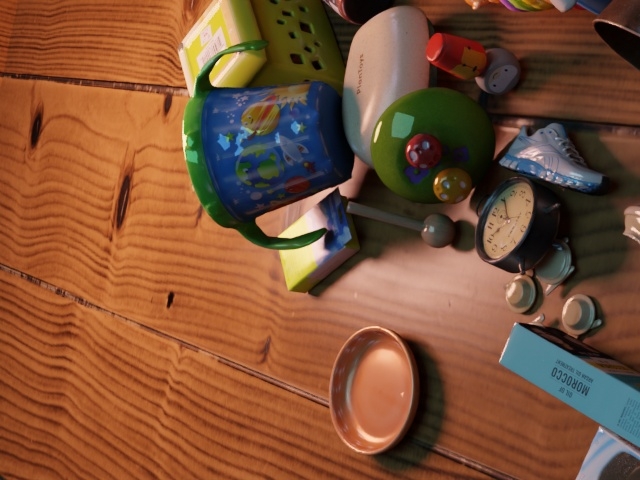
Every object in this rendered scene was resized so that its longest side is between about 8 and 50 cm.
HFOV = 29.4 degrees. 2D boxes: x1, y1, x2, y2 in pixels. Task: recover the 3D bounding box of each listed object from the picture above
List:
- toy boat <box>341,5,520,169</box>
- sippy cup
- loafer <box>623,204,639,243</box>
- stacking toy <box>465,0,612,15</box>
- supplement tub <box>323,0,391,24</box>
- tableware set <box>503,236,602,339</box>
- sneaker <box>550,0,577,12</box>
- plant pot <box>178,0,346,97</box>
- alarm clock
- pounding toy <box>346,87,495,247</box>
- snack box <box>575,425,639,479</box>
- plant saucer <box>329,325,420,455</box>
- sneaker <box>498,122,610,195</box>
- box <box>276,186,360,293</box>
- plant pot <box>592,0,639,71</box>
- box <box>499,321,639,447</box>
[{"bbox_3d":[0.157,-0.238,1.856,0.318,0.148,0.268,-13,66,58],"label":"toy boat"},{"bbox_3d":[-0.071,-0.153,1.961,0.224,0.305,0.240,-13,51,20],"label":"sippy cup"},{"bbox_3d":[0.443,0.046,1.430,0.268,0.102,0.092,45,111,47],"label":"loafer"},{"bbox_3d":[0.295,-0.379,1.706,0.302,0.165,0.175,-12,57,62],"label":"stacking toy"},{"bbox_3d":[0.035,-0.449,2.074,0.198,0.106,0.106,48,119,46],"label":"supplement tub"},{"bbox_3d":[0.307,0.087,1.662,0.141,0.020,0.169,-40,50,39],"label":"tableware set"},{"bbox_3d":[0.409,-0.390,1.511,0.122,0.330,0.146,-115,0,-77],"label":"sneaker"},{"bbox_3d":[-0.114,-0.308,2.149,0.228,0.207,0.227,-44,49,36],"label":"plant pot"},{"bbox_3d":[0.267,-0.026,1.699,0.129,0.064,0.192,-63,28,8],"label":"alarm clock"},{"bbox_3d":[0.155,-0.092,1.749,0.110,0.182,0.237,-92,22,-61],"label":"pounding toy"},{"bbox_3d":[0.358,0.412,1.483,0.187,0.060,0.322,34,108,50],"label":"snack box"},{"bbox_3d":[0.088,0.233,1.893,0.200,0.037,0.200,-16,69,48],"label":"plant saucer"},{"bbox_3d":[0.322,-0.116,1.655,0.190,0.071,0.083,27,97,51],"label":"sneaker"},{"bbox_3d":[0.000,0.000,2.058,0.178,0.042,0.109,-39,53,39],"label":"box"},{"bbox_3d":[0.473,-0.288,1.417,0.230,0.215,0.215,-55,41,5],"label":"plant pot"},{"bbox_3d":[0.346,0.180,1.507,0.244,0.100,0.060,30,104,45],"label":"box"}]
